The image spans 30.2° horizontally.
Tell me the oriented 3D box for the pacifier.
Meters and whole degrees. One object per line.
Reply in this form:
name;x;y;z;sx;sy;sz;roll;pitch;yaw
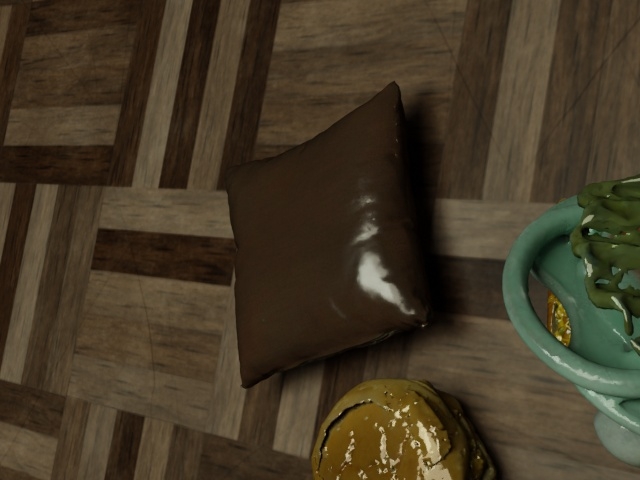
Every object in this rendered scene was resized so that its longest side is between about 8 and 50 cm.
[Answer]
pacifier;0.296;0.098;1.060;0.343;0.288;0.269;-98;9;-54

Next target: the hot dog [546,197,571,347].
hot dog;0.266;0.035;1.225;0.071;0.045;0.165;-5;75;41

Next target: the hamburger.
hamburger;0.087;0.254;1.305;0.214;0.108;0.214;-8;78;39

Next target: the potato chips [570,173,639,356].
potato chips;0.402;0.010;0.896;0.389;0.097;0.373;34;68;6

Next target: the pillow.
pillow;0.000;0.000;1.446;0.308;0.108;0.305;-24;62;38
